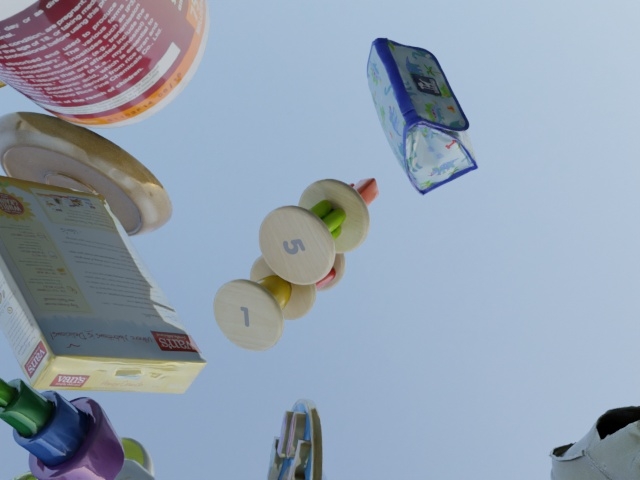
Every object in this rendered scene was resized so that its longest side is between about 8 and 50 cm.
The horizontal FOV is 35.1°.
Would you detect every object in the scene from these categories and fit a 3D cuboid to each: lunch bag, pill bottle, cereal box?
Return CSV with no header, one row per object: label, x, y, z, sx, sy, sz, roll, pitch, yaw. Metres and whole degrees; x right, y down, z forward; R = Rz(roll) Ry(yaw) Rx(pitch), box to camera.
lunch bag,0.109,-0.146,1.148,0.151,0.096,0.129,41,-155,-57
pill bottle,-0.101,-0.100,0.348,0.086,0.086,0.152,50,-177,18
cereal box,-0.226,0.037,0.920,0.173,0.047,0.240,12,-147,-50

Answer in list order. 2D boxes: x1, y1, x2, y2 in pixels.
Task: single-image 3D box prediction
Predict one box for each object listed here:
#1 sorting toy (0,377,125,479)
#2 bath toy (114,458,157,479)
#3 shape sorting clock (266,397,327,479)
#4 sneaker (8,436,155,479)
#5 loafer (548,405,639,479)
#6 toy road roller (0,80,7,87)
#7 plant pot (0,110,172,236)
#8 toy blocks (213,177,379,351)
sorting toy,-0.283,0.233,0.646,0.365,0.127,0.126,-52,-52,-15
bath toy,-0.294,0.286,0.910,0.151,0.129,0.348,37,-156,33
shape sorting clock,-0.029,0.214,0.714,0.040,0.206,0.206,7,-135,-9
sneaker,-0.335,0.318,1.040,0.385,0.147,0.145,-32,-127,-30
loafer,0.310,0.214,1.023,0.102,0.268,0.092,-4,-99,-14
toy road roller,-0.260,-0.154,0.507,0.202,0.240,0.329,41,-112,19
plant pot,-0.294,-0.069,1.224,0.236,0.236,0.032,28,-116,-8
toy blocks,0.000,0.000,0.703,0.054,0.123,0.148,40,-146,7
